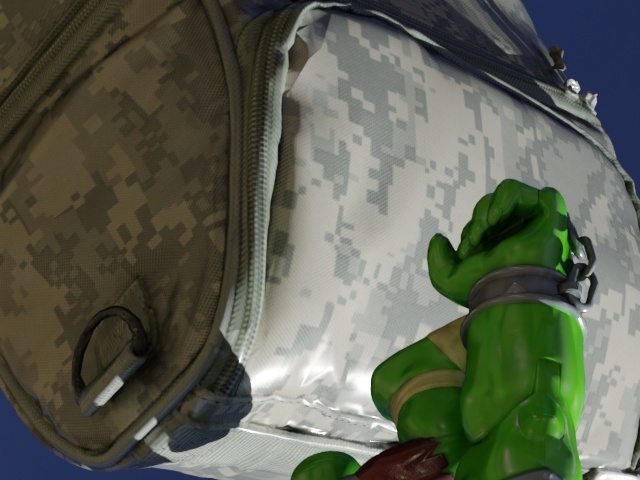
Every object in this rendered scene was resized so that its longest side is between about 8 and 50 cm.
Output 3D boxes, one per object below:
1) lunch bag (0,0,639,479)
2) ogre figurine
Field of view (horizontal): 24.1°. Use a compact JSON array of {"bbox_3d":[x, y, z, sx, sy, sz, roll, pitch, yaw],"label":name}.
[{"bbox_3d":[0.000,0.000,0.643,0.212,0.305,0.256,-41,-128,28],"label":"lunch bag"},{"bbox_3d":[0.026,0.093,0.417,0.197,0.097,0.118,-45,-156,24],"label":"ogre figurine"}]
